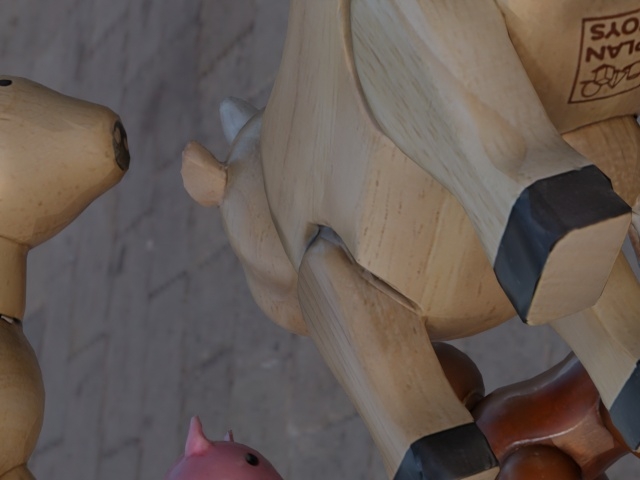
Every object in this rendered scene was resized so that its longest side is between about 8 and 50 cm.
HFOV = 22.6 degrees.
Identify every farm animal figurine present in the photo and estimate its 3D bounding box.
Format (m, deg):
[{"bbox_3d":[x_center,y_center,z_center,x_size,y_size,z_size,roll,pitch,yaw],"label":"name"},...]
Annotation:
[{"bbox_3d":[0.000,0.000,0.432,0.172,0.330,0.327,60,136,28],"label":"farm animal figurine"}]
